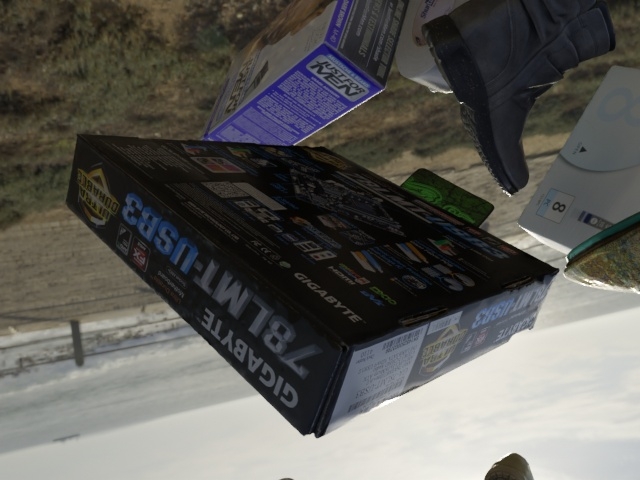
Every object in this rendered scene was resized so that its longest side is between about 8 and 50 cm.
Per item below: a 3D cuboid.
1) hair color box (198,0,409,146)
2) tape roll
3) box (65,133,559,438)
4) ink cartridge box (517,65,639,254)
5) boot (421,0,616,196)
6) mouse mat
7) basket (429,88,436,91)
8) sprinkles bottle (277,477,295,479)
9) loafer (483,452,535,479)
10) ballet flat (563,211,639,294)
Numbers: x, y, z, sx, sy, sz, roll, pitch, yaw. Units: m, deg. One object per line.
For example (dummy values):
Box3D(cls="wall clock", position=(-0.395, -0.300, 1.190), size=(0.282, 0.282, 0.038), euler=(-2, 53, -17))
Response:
Box3D(cls="hair color box", position=(-0.034, -0.242, 0.878), size=(0.110, 0.185, 0.338), euler=(31, 150, -28))
Box3D(cls="tape roll", position=(0.206, -0.349, 0.970), size=(0.072, 0.219, 0.219), euler=(15, 156, -23))
Box3D(cls="box", position=(0.000, 0.000, 0.504), size=(0.293, 0.295, 0.073), euler=(-7, 123, -50))
Box3D(cls="ink cartridge box", position=(0.526, -0.079, 0.903), size=(0.091, 0.308, 0.385), euler=(29, -176, -37))
Box3D(cls="boot", position=(0.301, -0.215, 0.848), size=(0.222, 0.118, 0.338), euler=(-28, 137, 13))
Box3D(cls="mouse mat", position=(0.248, -0.075, 1.275), size=(0.152, 0.189, 0.007), euler=(-43, 152, -35))
Box3D(cls="basket", position=(0.265, -0.369, 1.153), size=(0.167, 0.103, 0.113), euler=(-31, 178, 33))
Box3D(cls="sprinkles bottle", position=(0.035, 0.498, 0.862), size=(0.121, 0.355, 0.121), euler=(-41, -172, 7))
Box3D(cls="loafer", position=(0.335, 0.473, 1.034), size=(0.101, 0.269, 0.092), euler=(6, -154, 34))
Box3D(cls="ballet flat", position=(0.336, -0.020, 0.468), size=(0.123, 0.123, 0.348), euler=(-5, 151, -33))
